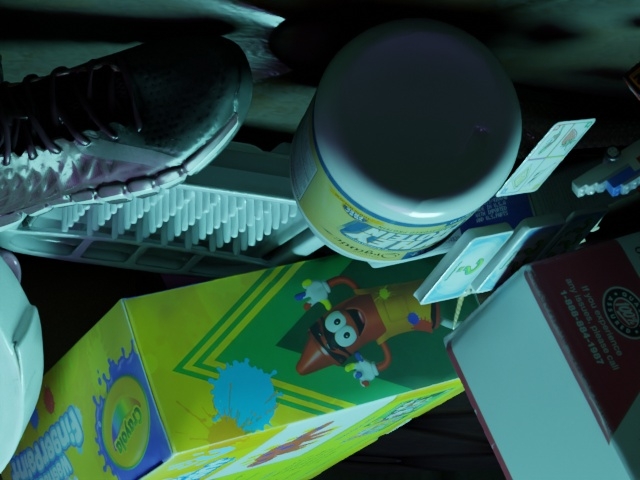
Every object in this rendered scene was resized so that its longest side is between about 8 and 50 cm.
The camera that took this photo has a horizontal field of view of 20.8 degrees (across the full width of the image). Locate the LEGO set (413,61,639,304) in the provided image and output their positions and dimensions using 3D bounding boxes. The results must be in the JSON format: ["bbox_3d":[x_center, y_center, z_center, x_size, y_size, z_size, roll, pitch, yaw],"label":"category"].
[{"bbox_3d":[0.199,-0.033,1.265,0.182,0.060,0.244,-9,145,-47],"label":"LEGO set"}]

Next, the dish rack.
[{"bbox_3d":[-0.136,-0.037,1.592,0.285,0.072,0.333,9,166,-18],"label":"dish rack"}]

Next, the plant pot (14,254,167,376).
[{"bbox_3d":[-0.304,0.108,2.008,0.254,0.237,0.237,-16,162,13],"label":"plant pot"}]

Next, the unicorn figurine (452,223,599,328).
[{"bbox_3d":[0.187,0.007,1.651,0.111,0.060,0.162,-21,163,-34],"label":"unicorn figurine"}]

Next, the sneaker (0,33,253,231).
[{"bbox_3d":[-0.194,-0.078,1.216,0.281,0.106,0.162,-23,163,15],"label":"sneaker"}]

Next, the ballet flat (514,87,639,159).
[{"bbox_3d":[0.229,-0.075,1.356,0.249,0.058,0.084,7,167,-12],"label":"ballet flat"}]

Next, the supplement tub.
[{"bbox_3d":[0.054,-0.064,1.260,0.144,0.144,0.200,5,167,-7],"label":"supplement tub"}]

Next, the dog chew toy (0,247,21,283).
[{"bbox_3d":[-0.451,0.046,1.757,0.331,0.207,0.206,-6,164,23],"label":"dog chew toy"}]

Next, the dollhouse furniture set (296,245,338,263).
[{"bbox_3d":[0.000,0.000,1.823,0.076,0.059,0.151,21,140,-32],"label":"dollhouse furniture set"}]

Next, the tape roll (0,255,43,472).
[{"bbox_3d":[-0.454,0.100,1.637,0.392,0.072,0.392,5,124,7],"label":"tape roll"}]

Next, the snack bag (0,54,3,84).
[{"bbox_3d":[-0.414,-0.097,1.369,0.342,0.037,0.323,6,163,-8],"label":"snack bag"}]

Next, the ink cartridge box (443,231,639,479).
[{"bbox_3d":[0.338,0.123,1.397,0.384,0.279,0.160,-15,159,-30],"label":"ink cartridge box"}]

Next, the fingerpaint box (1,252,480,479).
[{"bbox_3d":[-0.094,0.162,1.799,0.371,0.163,0.445,-12,165,-30],"label":"fingerpaint box"}]

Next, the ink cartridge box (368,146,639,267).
[{"bbox_3d":[0.184,-0.038,1.490,0.224,0.045,0.223,-17,-178,-38],"label":"ink cartridge box"}]
